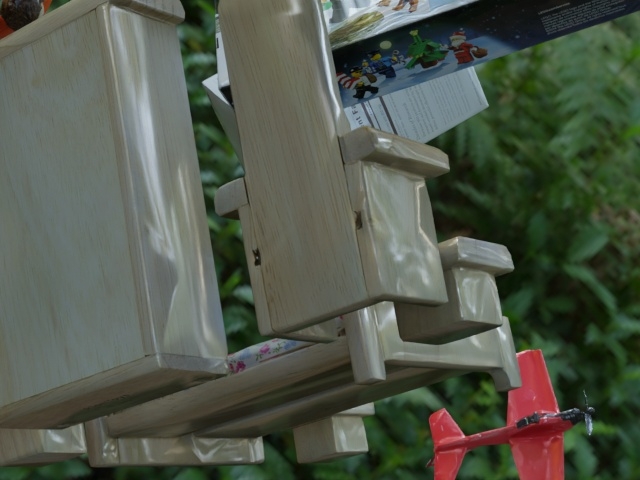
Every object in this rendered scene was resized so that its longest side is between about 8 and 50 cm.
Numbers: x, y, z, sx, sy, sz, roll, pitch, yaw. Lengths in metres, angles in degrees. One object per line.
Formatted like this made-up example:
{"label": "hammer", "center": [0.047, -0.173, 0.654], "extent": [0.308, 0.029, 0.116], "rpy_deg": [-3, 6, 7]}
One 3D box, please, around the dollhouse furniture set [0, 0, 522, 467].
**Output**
{"label": "dollhouse furniture set", "center": [0.000, 0.000, 0.775], "extent": [0.355, 0.303, 0.174], "rpy_deg": [10, 65, -53]}

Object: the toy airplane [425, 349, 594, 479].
{"label": "toy airplane", "center": [0.145, 0.152, 1.193], "extent": [0.028, 0.151, 0.151], "rpy_deg": [44, 20, -46]}

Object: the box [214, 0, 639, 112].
{"label": "box", "center": [0.059, -0.157, 0.753], "extent": [0.044, 0.233, 0.159], "rpy_deg": [54, 24, -50]}

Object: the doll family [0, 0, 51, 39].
{"label": "doll family", "center": [-0.340, -0.170, 1.330], "extent": [0.118, 0.263, 0.163], "rpy_deg": [37, 12, -14]}

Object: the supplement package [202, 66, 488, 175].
{"label": "supplement package", "center": [0.024, -0.151, 1.575], "extent": [0.134, 0.244, 0.139], "rpy_deg": [64, -9, -26]}
